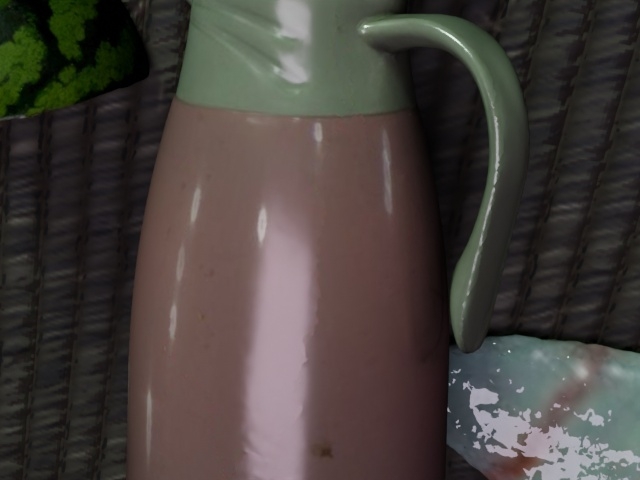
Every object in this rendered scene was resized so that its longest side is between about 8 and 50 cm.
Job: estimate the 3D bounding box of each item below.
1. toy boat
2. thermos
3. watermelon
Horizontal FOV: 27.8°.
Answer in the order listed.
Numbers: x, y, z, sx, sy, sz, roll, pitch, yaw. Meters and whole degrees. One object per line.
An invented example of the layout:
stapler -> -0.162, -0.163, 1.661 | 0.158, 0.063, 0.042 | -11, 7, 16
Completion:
toy boat -> 0.167, 0.135, 0.641 | 0.282, 0.096, 0.206 | 45, 99, 0
thermos -> 0.000, 0.000, 0.551 | 0.176, 0.146, 0.265 | 14, 110, 31
watermelon -> -0.155, -0.099, 0.574 | 0.135, 0.125, 0.094 | 58, 145, 10
